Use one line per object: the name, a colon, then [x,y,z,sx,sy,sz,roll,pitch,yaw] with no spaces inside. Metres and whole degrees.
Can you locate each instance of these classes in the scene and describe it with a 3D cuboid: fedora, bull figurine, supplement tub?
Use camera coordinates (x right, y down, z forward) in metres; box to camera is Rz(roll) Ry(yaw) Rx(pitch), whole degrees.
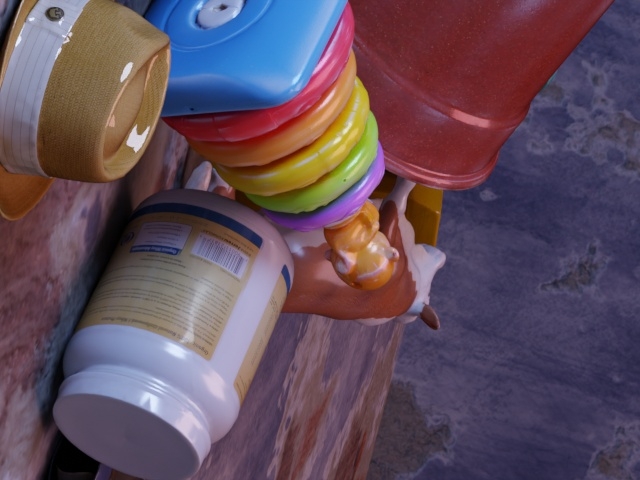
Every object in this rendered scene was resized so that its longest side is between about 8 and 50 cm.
fedora: [-0.148,-0.097,1.180,0.194,0.079,0.194,16,90,-81]
bull figurine: [0.000,0.000,1.666,0.101,0.310,0.188,45,-50,50]
supplement tub: [-0.116,0.074,1.453,0.144,0.144,0.200,93,17,-55]

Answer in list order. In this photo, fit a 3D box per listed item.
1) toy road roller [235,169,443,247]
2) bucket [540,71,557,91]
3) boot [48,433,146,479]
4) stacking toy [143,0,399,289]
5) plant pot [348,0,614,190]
toy road roller: [0.028,-0.116,1.838,0.329,0.202,0.241,95,4,-48]
bucket: [0.143,-0.248,2.071,0.281,0.281,0.183,-53,163,-65]
boot: [-0.208,0.232,1.489,0.219,0.082,0.106,-62,144,-34]
stacking toy: [-0.011,-0.068,1.409,0.302,0.175,0.166,58,42,-38]
plant pot: [0.125,-0.228,1.516,0.265,0.272,0.272,-45,-173,32]
